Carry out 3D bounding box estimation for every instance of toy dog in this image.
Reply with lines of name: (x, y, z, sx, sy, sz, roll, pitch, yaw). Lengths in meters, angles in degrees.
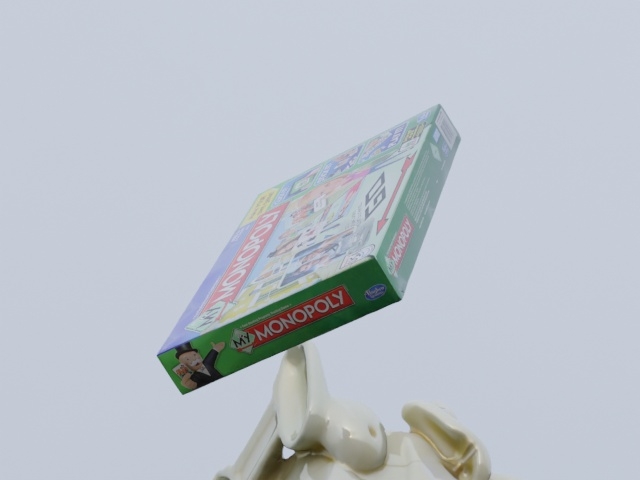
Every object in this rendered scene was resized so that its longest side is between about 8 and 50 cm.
toy dog: (0.121, 0.333, 1.748, 0.408, 0.395, 0.284, 20, -76, -21)

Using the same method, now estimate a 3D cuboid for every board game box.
board game box: (0.000, 0.000, 1.324, 0.213, 0.317, 0.046, -25, -72, 24)
